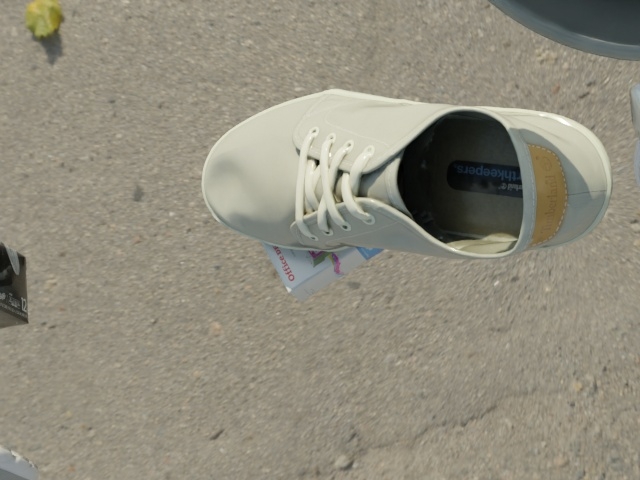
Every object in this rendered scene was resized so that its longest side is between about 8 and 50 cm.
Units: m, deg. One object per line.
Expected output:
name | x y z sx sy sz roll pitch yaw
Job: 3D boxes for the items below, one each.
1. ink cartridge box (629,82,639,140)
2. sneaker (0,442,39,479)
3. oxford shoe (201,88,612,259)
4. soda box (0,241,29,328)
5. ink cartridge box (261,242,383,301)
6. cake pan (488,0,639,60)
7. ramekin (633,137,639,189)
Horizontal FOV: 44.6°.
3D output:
ink cartridge box | 0.445 -0.042 0.560 0.323 0.071 0.330 -20 56 13
sneaker | -0.343 0.177 0.558 0.105 0.281 0.115 3 76 44
oxford shoe | 0.039 -0.060 0.747 0.449 0.130 0.169 6 104 37
soda box | -0.248 0.016 0.494 0.060 0.169 0.053 -11 72 2
ink cartridge box | 0.000 0.000 0.908 0.122 0.052 0.089 -33 68 6
cake pan | 0.170 -0.235 0.409 0.293 0.293 0.054 36 59 12
ramekin | 0.645 -0.109 1.238 0.272 0.127 0.273 8 122 13
